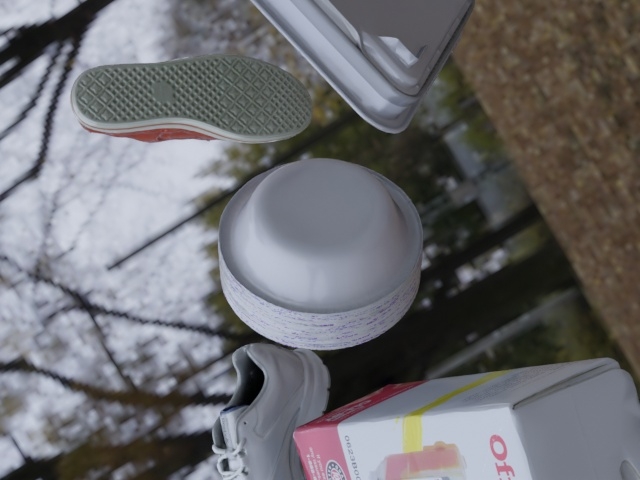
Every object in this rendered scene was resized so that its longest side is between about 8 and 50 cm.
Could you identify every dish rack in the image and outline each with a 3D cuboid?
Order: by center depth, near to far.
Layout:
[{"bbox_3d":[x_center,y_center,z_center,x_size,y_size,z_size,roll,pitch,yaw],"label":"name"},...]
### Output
[{"bbox_3d":[0.043,-0.283,1.627,0.285,0.072,0.333,46,-145,-11],"label":"dish rack"}]

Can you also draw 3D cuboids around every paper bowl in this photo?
[{"bbox_3d":[0.000,0.000,2.188,0.148,0.284,0.284,91,162,-51],"label":"paper bowl"}]

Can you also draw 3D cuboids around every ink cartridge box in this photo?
[{"bbox_3d":[0.171,0.289,1.666,0.160,0.384,0.279,-18,-89,-35],"label":"ink cartridge box"}]

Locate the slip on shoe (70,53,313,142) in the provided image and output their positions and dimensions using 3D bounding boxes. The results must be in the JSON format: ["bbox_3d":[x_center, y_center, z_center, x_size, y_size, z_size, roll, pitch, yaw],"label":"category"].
[{"bbox_3d":[-0.174,-0.185,2.149,0.101,0.331,0.123,143,124,-73],"label":"slip on shoe"}]

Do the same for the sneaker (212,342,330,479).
[{"bbox_3d":[-0.077,0.259,1.857,0.129,0.111,0.297,24,-117,-41],"label":"sneaker"}]
